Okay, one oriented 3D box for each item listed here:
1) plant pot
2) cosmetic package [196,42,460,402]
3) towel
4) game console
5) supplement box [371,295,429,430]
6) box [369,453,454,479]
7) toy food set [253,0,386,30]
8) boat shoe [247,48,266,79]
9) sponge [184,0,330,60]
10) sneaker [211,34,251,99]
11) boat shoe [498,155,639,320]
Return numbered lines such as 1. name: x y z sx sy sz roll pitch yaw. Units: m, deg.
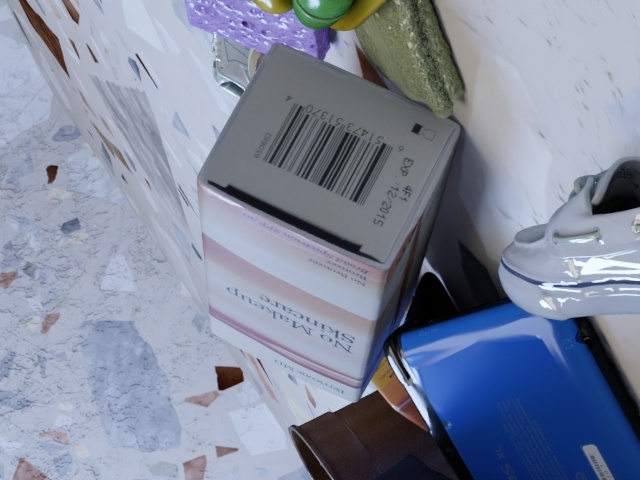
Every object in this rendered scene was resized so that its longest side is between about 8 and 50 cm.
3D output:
1. plant pot: 0.082 0.205 1.284 0.167 0.165 0.167 55 169 16
2. cosmetic package: 0.000 0.000 1.030 0.153 0.129 0.296 24 158 9
3. towel: 0.041 -0.155 0.876 0.110 0.027 0.148 41 159 55
4. game console: 0.191 0.153 1.037 0.250 0.173 0.293 -21 102 47
5. supplement box: 0.047 0.064 1.250 0.233 0.080 0.078 48 -175 36
6. box: 0.153 0.483 0.910 0.471 0.297 0.480 21 132 45
7. toy food set: -0.012 -0.190 0.795 0.128 0.071 0.218 65 159 3
8. boat shoe: -0.035 -0.123 1.186 0.135 0.050 0.045 79 -177 -54
9. sponge: -0.054 -0.210 0.991 0.117 0.031 0.210 22 157 13
10. sneaker: -0.079 -0.178 1.246 0.152 0.061 0.054 59 171 4
11. boat shoe: 0.160 -0.006 0.665 0.226 0.083 0.076 2 111 63
